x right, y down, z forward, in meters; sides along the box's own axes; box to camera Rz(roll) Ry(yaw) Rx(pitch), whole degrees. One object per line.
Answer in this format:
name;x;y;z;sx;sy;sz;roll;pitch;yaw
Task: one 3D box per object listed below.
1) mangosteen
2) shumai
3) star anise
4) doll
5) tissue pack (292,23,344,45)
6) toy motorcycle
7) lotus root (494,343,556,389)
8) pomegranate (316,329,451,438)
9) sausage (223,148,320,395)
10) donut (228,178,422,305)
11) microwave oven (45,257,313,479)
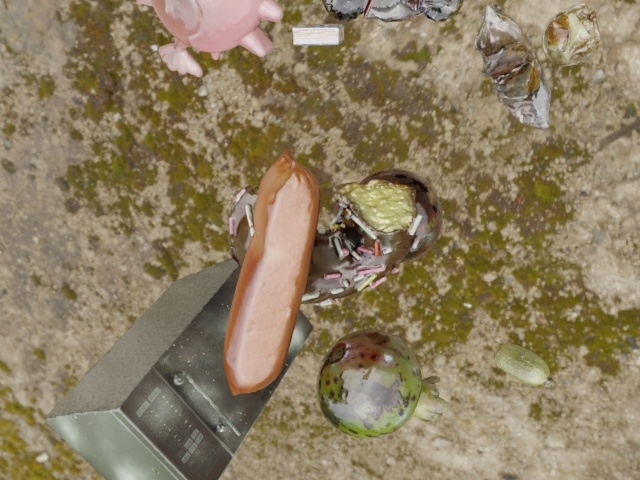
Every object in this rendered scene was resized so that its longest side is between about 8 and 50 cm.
mangosteen;0.195;-0.066;1.377;0.231;0.289;0.231;6;104;26
shumai;0.590;-0.483;1.339;0.145;0.116;0.145;11;114;26
star anise;0.452;-0.405;1.324;0.117;0.332;0.332;-22;110;36
doll;-0.140;-0.305;0.674;0.211;0.093;0.262;35;137;3
tissue pack;-0.006;-0.672;1.838;0.155;0.115;0.065;2;116;10
toy motorcycle;0.206;-0.513;1.052;0.401;0.134;0.207;-3;135;-13
lotus root;0.581;0.357;1.597;0.183;0.090;0.077;34;179;44
pomegranate;0.125;0.324;1.234;0.242;0.242;0.306;-16;144;32
sausage;-0.063;0.052;0.758;0.094;0.097;0.348;9;109;-20
donut;-0.002;0.016;1.010;0.345;0.136;0.259;0;136;-23
microwave oven;-0.279;0.270;1.170;0.374;0.432;0.236;-21;113;40
